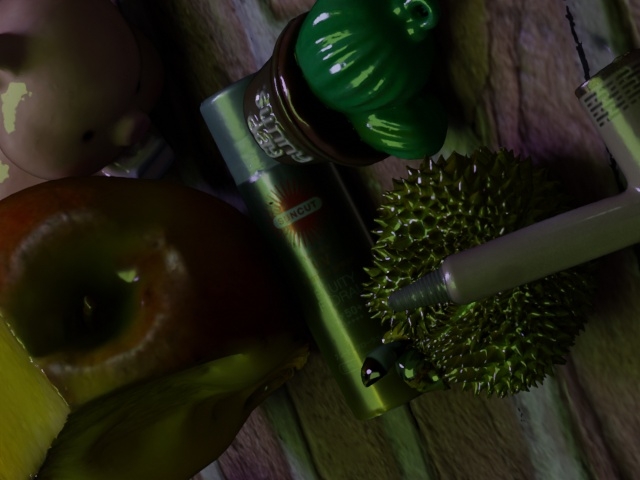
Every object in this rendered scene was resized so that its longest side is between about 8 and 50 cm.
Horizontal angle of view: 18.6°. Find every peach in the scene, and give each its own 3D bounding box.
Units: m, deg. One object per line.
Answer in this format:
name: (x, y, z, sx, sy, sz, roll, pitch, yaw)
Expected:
peach: (-0.171, 0.075, 1.671, 0.242, 0.306, 0.380, 59, 158, 19)

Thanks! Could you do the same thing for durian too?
durian: (0.117, 0.026, 1.346, 0.159, 0.146, 0.198, 20, 137, 27)

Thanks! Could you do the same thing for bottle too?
bottle: (0.000, 0.000, 1.563, 0.286, 0.082, 0.082, 63, 151, -1)

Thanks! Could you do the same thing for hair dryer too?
hair dryer: (0.158, 0.021, 1.217, 0.195, 0.220, 0.053, 57, -174, 5)

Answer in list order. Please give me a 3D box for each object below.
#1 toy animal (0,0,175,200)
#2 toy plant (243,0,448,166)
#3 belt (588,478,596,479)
toy animal: (-0.231, -0.112, 1.728, 0.213, 0.195, 0.256, 42, 148, -5)
toy plant: (0.029, -0.113, 1.407, 0.200, 0.105, 0.143, -23, 102, 49)
belt: (0.147, 0.260, 1.263, 0.128, 0.124, 0.201, 31, 136, 45)
